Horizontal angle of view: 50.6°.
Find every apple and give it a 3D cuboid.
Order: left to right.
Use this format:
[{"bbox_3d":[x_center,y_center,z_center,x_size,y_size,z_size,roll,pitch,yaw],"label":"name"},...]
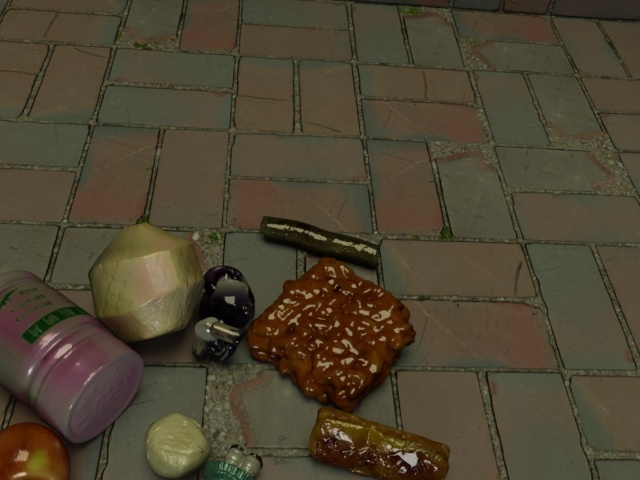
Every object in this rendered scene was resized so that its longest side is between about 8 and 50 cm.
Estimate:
[{"bbox_3d":[-0.535,0.410,1.219,0.163,0.164,0.139,-19,26,-23],"label":"apple"}]

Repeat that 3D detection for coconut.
[{"bbox_3d":[-0.373,0.086,1.456,0.259,0.259,0.259,4,48,-4],"label":"coconut"}]

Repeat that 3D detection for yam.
[{"bbox_3d":[0.000,0.000,1.713,0.317,0.071,0.067,15,85,5],"label":"yam"}]

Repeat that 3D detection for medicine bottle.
[{"bbox_3d":[-0.538,0.223,1.348,0.325,0.212,0.212,31,52,20],"label":"medicine bottle"}]

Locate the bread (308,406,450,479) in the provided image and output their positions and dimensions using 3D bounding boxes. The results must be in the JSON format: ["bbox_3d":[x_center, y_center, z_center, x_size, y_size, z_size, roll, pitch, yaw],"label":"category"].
[{"bbox_3d":[0.112,0.409,1.317,0.270,0.139,0.077,18,39,6],"label":"bread"}]

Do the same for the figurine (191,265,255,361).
[{"bbox_3d":[-0.219,0.152,1.503,0.145,0.145,0.222,11,36,3],"label":"figurine"}]

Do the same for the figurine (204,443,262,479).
[{"bbox_3d":[-0.184,0.490,1.228,0.137,0.110,0.245,25,42,10],"label":"figurine"}]

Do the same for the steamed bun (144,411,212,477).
[{"bbox_3d":[-0.277,0.402,1.301,0.129,0.091,0.112,30,47,22],"label":"steamed bun"}]

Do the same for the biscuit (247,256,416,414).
[{"bbox_3d":[0.032,0.199,1.512,0.312,0.111,0.318,32,52,23],"label":"biscuit"}]
